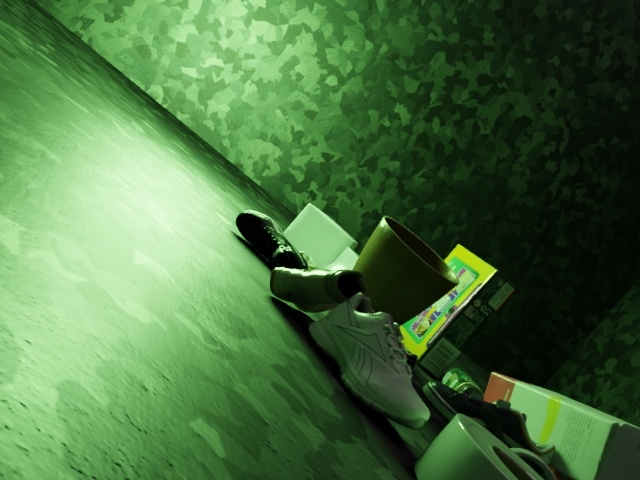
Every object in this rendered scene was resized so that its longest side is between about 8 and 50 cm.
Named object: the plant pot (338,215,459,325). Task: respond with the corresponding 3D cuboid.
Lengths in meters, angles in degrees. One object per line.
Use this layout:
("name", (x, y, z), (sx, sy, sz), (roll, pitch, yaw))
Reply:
("plant pot", (0.159, 0.112, 1.667), (0.237, 0.254, 0.237), (39, 13, -11))

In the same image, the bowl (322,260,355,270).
("bowl", (0.120, 0.149, 1.894), (0.298, 0.134, 0.298), (41, 4, -4))

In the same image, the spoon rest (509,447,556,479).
("spoon rest", (0.489, 0.536, 1.458), (0.276, 0.084, 0.137), (40, 4, 9))

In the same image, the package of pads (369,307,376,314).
("package of pads", (0.097, 0.190, 1.554), (0.050, 0.083, 0.032), (46, 1, 22))

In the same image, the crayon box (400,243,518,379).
("crayon box", (0.401, 0.213, 2.169), (0.106, 0.363, 0.313), (40, 4, -16))

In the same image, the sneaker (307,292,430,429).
("sneaker", (0.090, 0.190, 1.152), (0.111, 0.129, 0.297), (40, 5, -44))

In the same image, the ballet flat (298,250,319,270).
("ballet flat", (-0.046, 0.059, 1.873), (0.057, 0.052, 0.168), (37, 5, -37))

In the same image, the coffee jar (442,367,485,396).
("coffee jar", (0.399, 0.421, 1.912), (0.096, 0.079, 0.184), (40, 4, -5))

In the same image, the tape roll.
("tape roll", (0.266, 0.377, 0.969), (0.286, 0.100, 0.286), (40, 4, -3))

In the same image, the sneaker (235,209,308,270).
("sneaker", (-0.111, 0.009, 1.607), (0.217, 0.079, 0.121), (42, 2, -2))

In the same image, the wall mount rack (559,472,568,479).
("wall mount rack", (0.716, 0.687, 1.659), (0.350, 0.130, 0.304), (40, -14, -24))

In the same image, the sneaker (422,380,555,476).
("sneaker", (0.391, 0.414, 1.605), (0.321, 0.127, 0.126), (40, 5, 12))

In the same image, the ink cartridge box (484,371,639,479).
("ink cartridge box", (0.619, 0.478, 1.698), (0.279, 0.161, 0.384), (23, -4, -29))

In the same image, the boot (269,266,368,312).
("boot", (0.024, 0.099, 1.354), (0.165, 0.077, 0.213), (-2, -16, 33))

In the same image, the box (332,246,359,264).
("box", (0.082, 0.102, 2.103), (0.072, 0.126, 0.137), (41, 4, -20))

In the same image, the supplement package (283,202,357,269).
("supplement package", (0.000, 0.000, 2.276), (0.194, 0.149, 0.203), (41, 3, 6))

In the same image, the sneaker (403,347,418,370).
("sneaker", (0.171, 0.271, 1.677), (0.075, 0.057, 0.161), (22, -7, 38))

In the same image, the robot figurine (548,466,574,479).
("robot figurine", (0.693, 0.629, 1.964), (0.158, 0.128, 0.219), (45, -3, 25))
